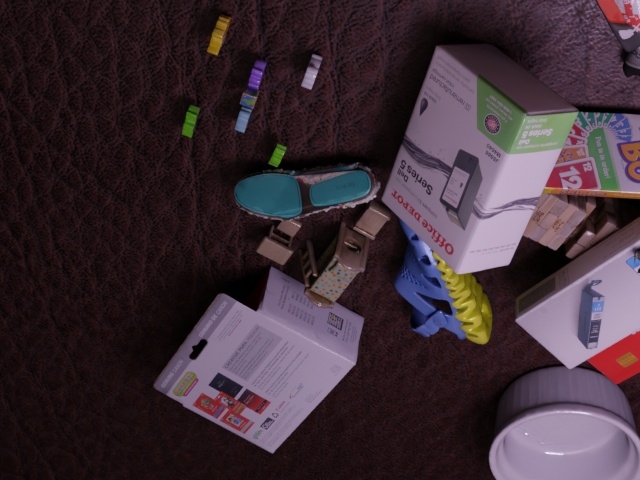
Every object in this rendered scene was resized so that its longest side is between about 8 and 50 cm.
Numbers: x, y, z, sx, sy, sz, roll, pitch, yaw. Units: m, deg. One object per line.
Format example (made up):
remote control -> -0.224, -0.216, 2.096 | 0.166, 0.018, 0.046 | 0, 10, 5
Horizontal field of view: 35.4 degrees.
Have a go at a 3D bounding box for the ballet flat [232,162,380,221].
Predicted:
ballet flat -> -0.019, -0.078, 1.630 | 0.241, 0.077, 0.091 | -2, 92, 12

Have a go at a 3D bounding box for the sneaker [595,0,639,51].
sneaker -> 0.402, -0.387, 1.306 | 0.145, 0.090, 0.270 | -30, 117, 23

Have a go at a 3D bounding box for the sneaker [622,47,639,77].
sneaker -> 0.503, -0.227, 1.430 | 0.170, 0.063, 0.075 | 31, 127, -8

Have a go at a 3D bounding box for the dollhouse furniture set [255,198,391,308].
dollhouse furniture set -> 0.000, 0.000, 1.672 | 0.161, 0.101, 0.182 | 27, 128, -12

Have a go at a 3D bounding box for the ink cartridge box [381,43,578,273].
ink cartridge box -> 0.221, -0.118, 1.452 | 0.114, 0.198, 0.273 | -9, 132, -35

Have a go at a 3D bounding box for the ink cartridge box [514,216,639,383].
ink cartridge box -> 0.502, 0.111, 1.576 | 0.261, 0.066, 0.296 | 39, 124, -18

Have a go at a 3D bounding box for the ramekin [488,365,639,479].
ramekin -> 0.453, 0.361, 1.860 | 0.277, 0.135, 0.277 | 5, 129, 7

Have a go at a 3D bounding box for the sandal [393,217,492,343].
sandal -> 0.183, 0.062, 1.682 | 0.138, 0.126, 0.317 | -10, 124, 23

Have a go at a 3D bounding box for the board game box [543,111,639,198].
board game box -> 0.456, -0.125, 1.486 | 0.259, 0.124, 0.039 | 4, 168, 5

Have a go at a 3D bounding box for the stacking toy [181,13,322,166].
stacking toy -> -0.109, -0.224, 1.551 | 0.167, 0.052, 0.221 | 21, 131, -5

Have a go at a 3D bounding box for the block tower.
block tower -> 0.409, -0.032, 1.583 | 0.335, 0.097, 0.091 | 26, 128, -8

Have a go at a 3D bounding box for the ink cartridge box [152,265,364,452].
ink cartridge box -> -0.118, 0.208, 1.842 | 0.272, 0.130, 0.309 | 30, 127, -12

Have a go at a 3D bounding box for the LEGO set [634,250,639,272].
LEGO set -> 0.489, 0.031, 1.468 | 0.054, 0.023, 0.083 | -25, 130, 29
